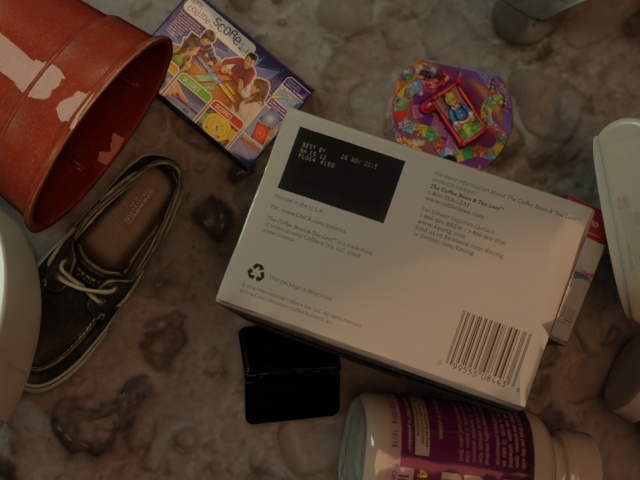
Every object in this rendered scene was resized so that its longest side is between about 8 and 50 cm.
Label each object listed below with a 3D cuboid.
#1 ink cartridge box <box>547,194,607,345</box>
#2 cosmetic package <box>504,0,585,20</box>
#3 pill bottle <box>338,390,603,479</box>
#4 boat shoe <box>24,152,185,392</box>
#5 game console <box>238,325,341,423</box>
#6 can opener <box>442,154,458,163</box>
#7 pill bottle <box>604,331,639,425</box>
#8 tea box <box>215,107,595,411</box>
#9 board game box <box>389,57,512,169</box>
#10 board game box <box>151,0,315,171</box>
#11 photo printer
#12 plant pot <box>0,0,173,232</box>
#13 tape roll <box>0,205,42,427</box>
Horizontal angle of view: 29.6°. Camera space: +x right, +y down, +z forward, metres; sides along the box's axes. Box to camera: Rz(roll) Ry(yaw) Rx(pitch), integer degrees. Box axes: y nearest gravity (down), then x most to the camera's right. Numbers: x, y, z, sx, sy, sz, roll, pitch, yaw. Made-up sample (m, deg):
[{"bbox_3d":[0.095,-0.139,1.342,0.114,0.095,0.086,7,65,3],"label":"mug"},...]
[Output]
[{"bbox_3d":[0.294,0.040,1.550,0.072,0.127,0.175,24,83,-9],"label":"ink cartridge box"},{"bbox_3d":[0.273,-0.528,1.456,0.327,0.329,0.393,30,91,-7],"label":"cosmetic package"},{"bbox_3d":[0.184,0.284,1.494,0.302,0.169,0.169,7,85,-10],"label":"pill bottle"},{"bbox_3d":[-0.277,0.030,1.447,0.121,0.119,0.335,31,82,-8],"label":"boat shoe"},{"bbox_3d":[-0.040,0.166,1.539,0.122,0.071,0.107,-5,58,-12],"label":"game console"},{"bbox_3d":[0.137,-0.024,1.564,0.073,0.059,0.186,20,72,18],"label":"can opener"},{"bbox_3d":[0.512,0.227,1.567,0.265,0.153,0.153,29,82,-8],"label":"pill bottle"},{"bbox_3d":[0.094,0.037,1.337,0.329,0.323,0.219,19,84,9],"label":"tea box"},{"bbox_3d":[0.176,-0.168,1.588,0.169,0.033,0.133,11,84,-9],"label":"board game box"},{"bbox_3d":[-0.127,-0.203,1.532,0.201,0.035,0.136,41,81,-6],"label":"board game box"},{"bbox_3d":[0.477,-0.038,1.541,0.308,0.107,0.256,-11,90,-47],"label":"photo printer"},{"bbox_3d":[-0.356,-0.194,1.388,0.265,0.272,0.272,35,81,2],"label":"plant pot"},{"bbox_3d":[-0.483,0.104,1.315,0.392,0.072,0.391,-10,64,21],"label":"tape roll"}]
